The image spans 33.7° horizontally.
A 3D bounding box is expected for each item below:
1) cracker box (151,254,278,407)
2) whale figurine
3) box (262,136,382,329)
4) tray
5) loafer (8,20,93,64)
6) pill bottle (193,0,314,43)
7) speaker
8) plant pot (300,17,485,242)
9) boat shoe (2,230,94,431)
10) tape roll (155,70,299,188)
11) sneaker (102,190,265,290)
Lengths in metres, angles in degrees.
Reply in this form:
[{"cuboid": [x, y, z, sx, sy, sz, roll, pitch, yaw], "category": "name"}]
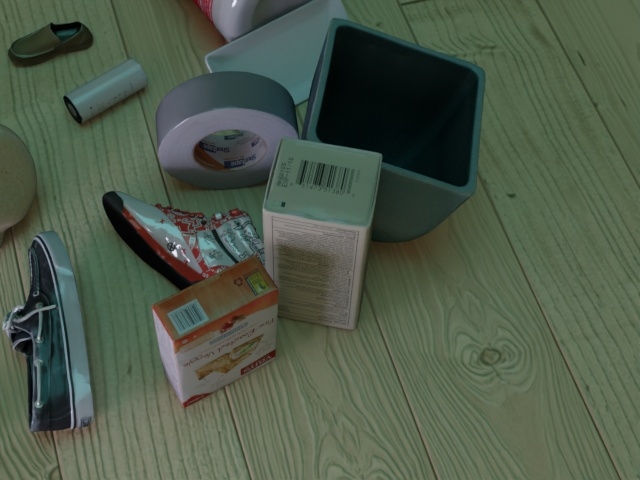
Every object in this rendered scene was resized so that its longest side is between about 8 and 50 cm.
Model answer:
[{"cuboid": [-0.141, 0.130, 1.455, 0.155, 0.232, 0.067, -27, 66, -17], "category": "cracker box"}, {"cuboid": [-0.557, -0.063, 1.581, 0.141, 0.216, 0.272, 10, 49, 37], "category": "whale figurine"}, {"cuboid": [0.000, 0.000, 1.492, 0.148, 0.311, 0.121, 10, 61, 2], "category": "box"}, {"cuboid": [-0.058, -0.305, 1.798, 0.270, 0.030, 0.145, -31, 108, -19], "category": "tray"}, {"cuboid": [-0.468, -0.347, 1.821, 0.148, 0.050, 0.056, -21, 63, -15], "category": "loafer"}, {"cuboid": [-0.174, -0.537, 1.845, 0.229, 0.229, 0.408, -30, 66, -19], "category": "pill bottle"}, {"cuboid": [-0.357, -0.251, 1.769, 0.136, 0.055, 0.055, -35, 67, -20], "category": "speaker"}, {"cuboid": [0.078, -0.131, 1.592, 0.247, 0.252, 0.247, 17, 55, -10], "category": "plant pot"}, {"cuboid": [-0.400, 0.127, 1.513, 0.105, 0.113, 0.306, -5, 68, -23], "category": "boat shoe"}, {"cuboid": [-0.143, -0.166, 1.636, 0.219, 0.219, 0.072, -6, 60, -6], "category": "tape roll"}, {"cuboid": [-0.197, -0.012, 1.620, 0.270, 0.090, 0.145, 40, 65, 15], "category": "sneaker"}]
